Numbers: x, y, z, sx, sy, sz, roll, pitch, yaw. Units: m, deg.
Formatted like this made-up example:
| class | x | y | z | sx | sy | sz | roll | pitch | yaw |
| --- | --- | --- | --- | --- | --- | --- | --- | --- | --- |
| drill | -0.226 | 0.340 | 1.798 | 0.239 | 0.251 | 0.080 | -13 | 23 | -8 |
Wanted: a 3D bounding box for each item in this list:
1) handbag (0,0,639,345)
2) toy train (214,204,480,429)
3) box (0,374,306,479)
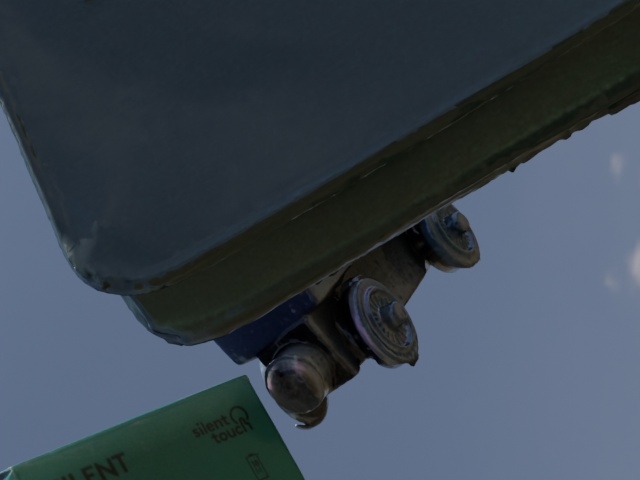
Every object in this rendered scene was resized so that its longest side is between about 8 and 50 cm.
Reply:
| class | x | y | z | sx | sy | sz | roll | pitch | yaw |
| --- | --- | --- | --- | --- | --- | --- | --- | --- | --- |
| handbag | 0.004 | -0.125 | 0.721 | 0.238 | 0.326 | 0.089 | 62 | -172 | 23 |
| toy train | 0.000 | 0.000 | 1.221 | 0.202 | 0.131 | 0.299 | 50 | -151 | -6 |
| box | -0.073 | 0.262 | 1.063 | 0.205 | 0.118 | 0.311 | -17 | -111 | -41 |
